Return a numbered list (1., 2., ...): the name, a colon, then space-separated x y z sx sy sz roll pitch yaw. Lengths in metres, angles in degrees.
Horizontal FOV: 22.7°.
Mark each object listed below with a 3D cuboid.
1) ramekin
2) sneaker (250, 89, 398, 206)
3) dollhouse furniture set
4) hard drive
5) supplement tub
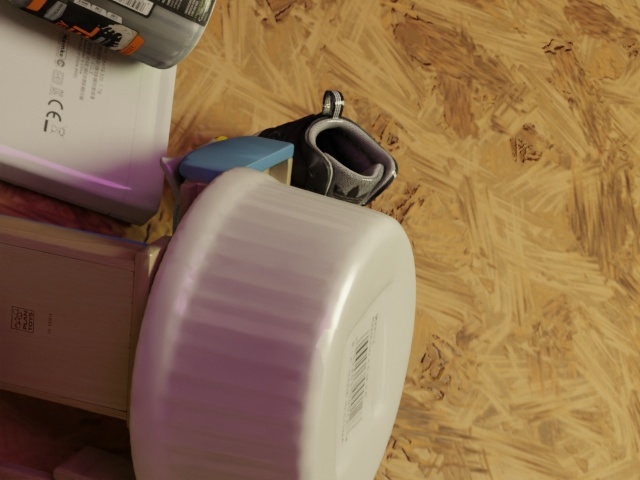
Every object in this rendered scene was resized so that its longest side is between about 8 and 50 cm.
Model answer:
1. ramekin: -0.025 0.091 1.214 0.135 0.277 0.277 11 50 18
2. sneaker: 0.000 0.000 1.408 0.101 0.153 0.268 4 65 -33
3. dollhouse furniture set: -0.167 0.063 1.307 0.303 0.198 0.286 -35 134 -64
4. hard drive: -0.292 -0.170 1.365 0.353 0.047 0.233 19 57 -26
5. supplement tub: -0.191 -0.231 1.359 0.190 0.117 0.117 22 56 -24
